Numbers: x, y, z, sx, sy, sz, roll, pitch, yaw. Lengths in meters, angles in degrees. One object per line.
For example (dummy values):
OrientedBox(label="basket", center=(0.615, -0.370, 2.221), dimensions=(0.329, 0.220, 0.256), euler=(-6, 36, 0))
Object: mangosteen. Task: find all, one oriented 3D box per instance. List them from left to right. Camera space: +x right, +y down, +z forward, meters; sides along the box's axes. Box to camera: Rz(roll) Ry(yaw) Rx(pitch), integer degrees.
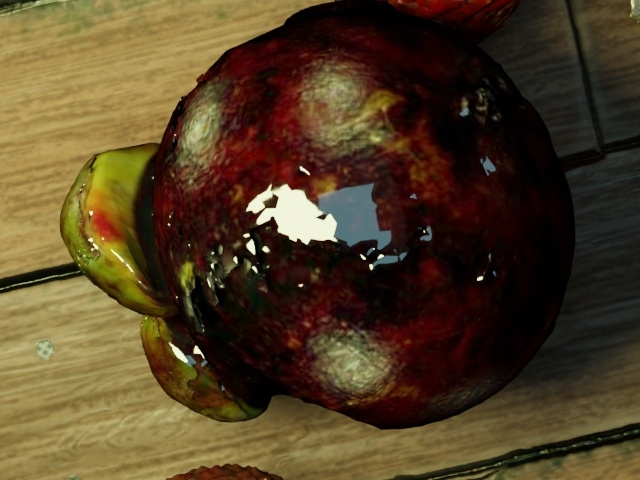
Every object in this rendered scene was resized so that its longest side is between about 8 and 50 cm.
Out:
OrientedBox(label="mangosteen", center=(0.005, -0.023, 1.588), dimensions=(0.421, 0.381, 0.381), euler=(0, 86, 31))

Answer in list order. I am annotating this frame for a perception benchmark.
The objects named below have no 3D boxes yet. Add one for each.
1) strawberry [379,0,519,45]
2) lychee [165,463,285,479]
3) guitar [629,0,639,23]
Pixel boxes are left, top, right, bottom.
OrientedBox(label="strawberry", center=(0.118, -0.343, 1.643), dimensions=(0.292, 0.343, 0.292), euler=(-19, 47, 21))
OrientedBox(label="lychee", center=(-0.083, 0.330, 1.627), dimensions=(0.260, 0.260, 0.261), euler=(0, 86, 1))
OrientedBox(label="guitar", center=(0.415, -0.171, 1.747), dimensions=(0.271, 0.038, 0.084), euler=(24, 86, 0))
